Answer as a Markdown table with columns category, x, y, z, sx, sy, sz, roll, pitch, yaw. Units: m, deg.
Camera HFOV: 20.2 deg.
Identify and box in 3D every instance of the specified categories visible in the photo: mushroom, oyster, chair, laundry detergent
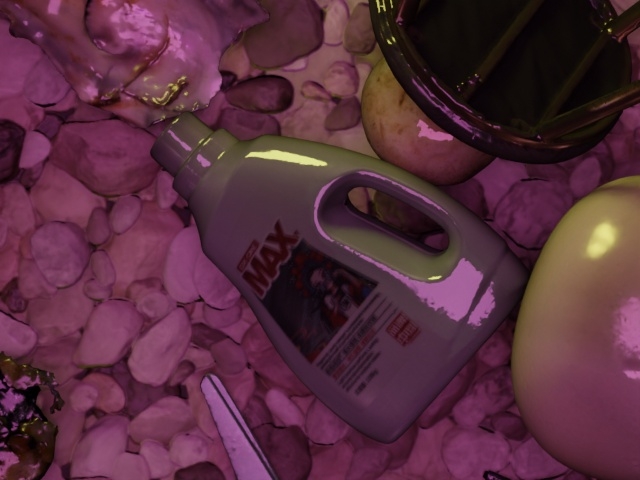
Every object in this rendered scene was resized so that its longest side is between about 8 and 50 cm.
| category | x | y | z | sx | sy | sz | roll | pitch | yaw |
| --- | --- | --- | --- | --- | --- | --- | --- | --- | --- |
| mushroom | 0.124 | -0.139 | 1.908 | 0.166 | 0.127 | 0.166 | 0 | 81 | -1 |
| oyster | -0.216 | -0.242 | 1.920 | 0.275 | 0.100 | 0.271 | -32 | 97 | 3 |
| chair | 0.265 | -0.296 | 1.716 | 0.362 | 0.410 | 0.364 | 37 | 51 | -2 |
| laundry detergent | 0.000 | 0.000 | 1.893 | 0.398 | 0.125 | 0.264 | 41 | 113 | 4 |

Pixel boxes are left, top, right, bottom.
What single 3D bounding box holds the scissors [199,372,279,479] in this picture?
| category | x | y | z | sx | sy | sz | roll | pitch | yaw |
| --- | --- | --- | --- | --- | --- | --- | --- | --- | --- |
| scissors | -0.027 | 0.346 | 1.961 | 0.193 | 0.029 | 0.447 | -26 | 91 | 2 |

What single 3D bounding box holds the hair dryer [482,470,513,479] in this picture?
| category | x | y | z | sx | sy | sz | roll | pitch | yaw |
| --- | --- | --- | --- | --- | --- | --- | --- | --- | --- |
| hair dryer | 0.216 | 0.269 | 1.956 | 0.083 | 0.047 | 0.026 | 24 | 91 | 14 |

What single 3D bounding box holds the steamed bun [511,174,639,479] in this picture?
| category | x | y | z | sx | sy | sz | roll | pitch | yaw |
| --- | --- | --- | --- | --- | --- | --- | --- | --- | --- |
| steamed bun | 0.310 | 0.085 | 1.815 | 0.206 | 0.324 | 0.324 | 19 | 91 | 19 |

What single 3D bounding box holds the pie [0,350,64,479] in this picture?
| category | x | y | z | sx | sy | sz | roll | pitch | yaw |
| --- | --- | --- | --- | --- | --- | --- | --- | --- | --- |
| pie | -0.468 | 0.163 | 1.940 | 0.296 | 0.078 | 0.371 | -43 | 91 | 2 |
